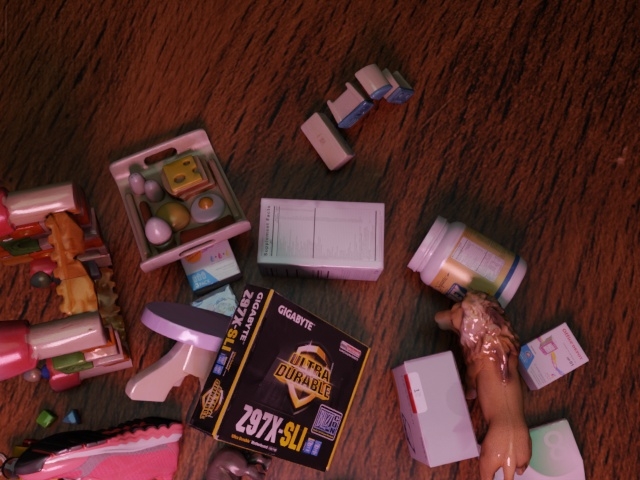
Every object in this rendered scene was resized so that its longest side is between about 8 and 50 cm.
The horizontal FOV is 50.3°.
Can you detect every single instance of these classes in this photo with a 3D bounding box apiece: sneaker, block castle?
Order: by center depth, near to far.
[{"bbox_3d":[-0.477,0.095,1.180,0.213,0.453,0.302,-13,77,-12],"label":"block castle"},{"bbox_3d":[-0.376,0.404,1.208,0.314,0.116,0.136,2,85,-45],"label":"sneaker"}]

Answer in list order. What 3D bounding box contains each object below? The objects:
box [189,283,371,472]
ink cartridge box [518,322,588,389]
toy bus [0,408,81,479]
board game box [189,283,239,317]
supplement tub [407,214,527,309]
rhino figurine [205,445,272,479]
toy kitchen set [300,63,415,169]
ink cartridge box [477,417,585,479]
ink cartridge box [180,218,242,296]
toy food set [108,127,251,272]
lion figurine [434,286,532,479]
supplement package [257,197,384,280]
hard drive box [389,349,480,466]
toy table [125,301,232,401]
[{"bbox_3d":[-0.058,0.256,1.223,0.079,0.322,0.257,10,71,41],"label":"box"},{"bbox_3d":[0.456,0.231,1.363,0.123,0.052,0.088,-27,78,-9],"label":"ink cartridge box"},{"bbox_3d":[-0.519,0.427,1.271,0.202,0.104,0.191,-39,79,-10],"label":"toy bus"},{"bbox_3d":[-0.207,0.148,1.389,0.090,0.020,0.090,-26,79,-7],"label":"board game box"},{"bbox_3d":[0.290,0.052,1.358,0.200,0.144,0.144,31,77,7],"label":"supplement tub"},{"bbox_3d":[-0.191,0.500,1.274,0.106,0.073,0.243,27,78,2],"label":"rhino figurine"},{"bbox_3d":[0.098,-0.263,1.478,0.207,0.166,0.122,-40,77,27],"label":"toy kitchen set"},{"bbox_3d":[0.420,0.475,1.301,0.181,0.056,0.224,-16,75,-5],"label":"ink cartridge box"},{"bbox_3d":[-0.242,0.010,1.402,0.104,0.061,0.181,-22,77,-7],"label":"ink cartridge box"},{"bbox_3d":[-0.290,-0.091,1.367,0.220,0.092,0.306,-24,53,-7],"label":"toy food set"},{"bbox_3d":[0.317,0.292,1.218,0.142,0.240,0.392,-12,54,-2],"label":"lion figurine"},{"bbox_3d":[0.000,0.000,1.371,0.244,0.134,0.138,3,76,0],"label":"supplement package"},{"bbox_3d":[0.201,0.306,1.247,0.089,0.232,0.181,-12,76,-4],"label":"hard drive box"},{"bbox_3d":[-0.222,0.223,1.259,0.274,0.252,0.160,19,95,-29],"label":"toy table"}]
